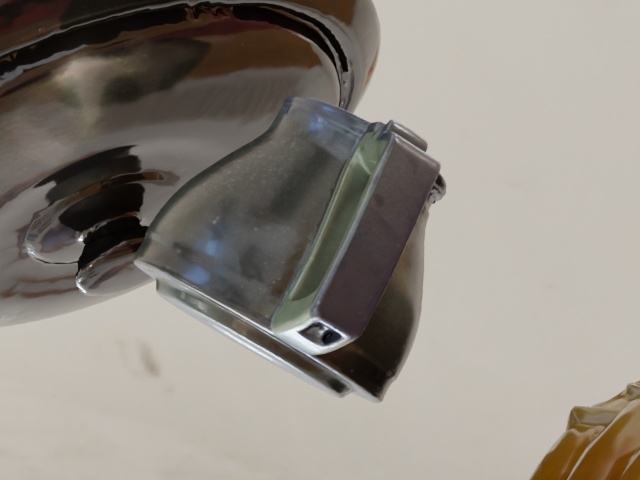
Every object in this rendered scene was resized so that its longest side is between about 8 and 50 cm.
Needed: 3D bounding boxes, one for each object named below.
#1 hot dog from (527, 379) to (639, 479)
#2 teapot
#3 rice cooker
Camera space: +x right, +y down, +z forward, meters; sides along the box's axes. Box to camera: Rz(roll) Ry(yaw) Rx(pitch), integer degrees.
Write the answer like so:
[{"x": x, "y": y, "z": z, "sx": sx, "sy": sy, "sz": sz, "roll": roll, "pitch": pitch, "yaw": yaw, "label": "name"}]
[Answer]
[{"x": 0.209, "y": 0.164, "z": 0.456, "sx": 0.365, "sy": 0.367, "sz": 0.196, "roll": 85, "pitch": -156, "yaw": -44, "label": "hot dog"}, {"x": 0.000, "y": 0.000, "z": 0.391, "sx": 0.057, "sy": 0.066, "sz": 0.088, "roll": -61, "pitch": 14, "yaw": -6, "label": "teapot"}, {"x": -0.113, "y": -0.083, "z": 0.667, "sx": 0.227, "sy": 0.241, "sz": 0.280, "roll": 65, "pitch": 159, "yaw": 21, "label": "rice cooker"}]
